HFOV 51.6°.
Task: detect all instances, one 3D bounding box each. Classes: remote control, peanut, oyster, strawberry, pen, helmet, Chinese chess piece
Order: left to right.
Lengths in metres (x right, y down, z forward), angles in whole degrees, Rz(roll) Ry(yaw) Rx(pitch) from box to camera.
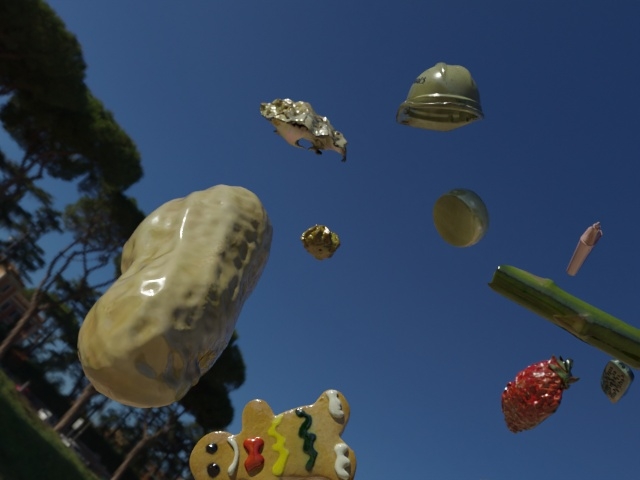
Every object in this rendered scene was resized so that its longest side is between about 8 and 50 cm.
[{"bbox_3d":[-0.146,0.049,0.700,0.152,0.313,0.152,8,-52,10],"label":"peanut"},{"bbox_3d":[-0.021,-0.192,1.102,0.133,0.072,0.209,28,-1,-23],"label":"oyster"},{"bbox_3d":[0.298,-0.363,1.633,0.204,0.137,0.257,7,-2,-16],"label":"helmet"},{"bbox_3d":[0.335,-0.054,1.579,0.144,0.059,0.144,34,-44,42],"label":"Chinese chess piece"},{"bbox_3d":[0.402,0.282,1.246,0.085,0.140,0.192,39,-21,8],"label":"strawberry"},{"bbox_3d":[0.579,0.015,1.445,0.032,0.053,0.197,38,-20,24],"label":"pen"},{"bbox_3d":[0.754,0.361,1.688,0.072,0.042,0.222,53,-7,32],"label":"remote control"}]

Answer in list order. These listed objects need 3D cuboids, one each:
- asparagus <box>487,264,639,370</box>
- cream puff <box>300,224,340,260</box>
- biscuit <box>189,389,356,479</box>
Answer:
[{"bbox_3d":[0.403,0.119,1.065,0.278,0.067,0.060,33,-27,33],"label":"asparagus"},{"bbox_3d":[0.000,0.000,1.366,0.083,0.058,0.083,15,-30,-10],"label":"cream puff"},{"bbox_3d":[-0.068,0.298,0.943,0.035,0.241,0.158,83,-6,-59],"label":"biscuit"}]
